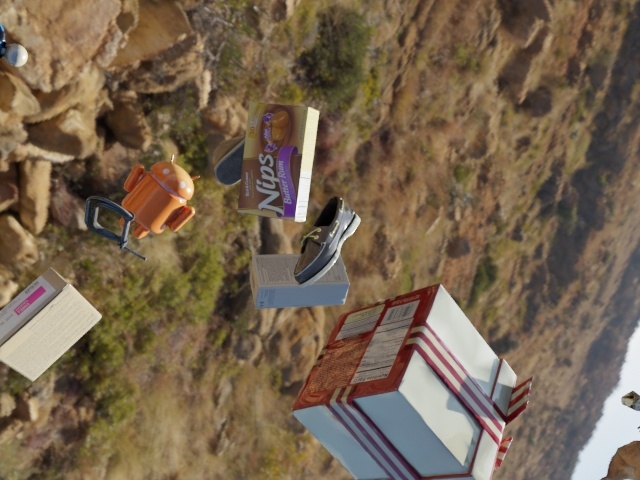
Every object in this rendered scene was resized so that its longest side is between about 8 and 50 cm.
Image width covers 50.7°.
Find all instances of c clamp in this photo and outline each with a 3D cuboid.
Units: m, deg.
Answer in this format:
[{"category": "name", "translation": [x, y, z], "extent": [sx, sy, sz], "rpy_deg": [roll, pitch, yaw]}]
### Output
[{"category": "c clamp", "translation": [-0.405, -0.030, 1.344], "extent": [0.161, 0.137, 0.022], "rpy_deg": [116, -4, -56]}]

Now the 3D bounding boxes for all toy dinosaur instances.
[{"category": "toy dinosaur", "translation": [0.798, 0.523, 1.647], "extent": [0.295, 0.200, 0.127], "rpy_deg": [-20, 137, 7]}]

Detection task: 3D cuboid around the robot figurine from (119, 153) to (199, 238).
[{"category": "robot figurine", "translation": [-0.407, -0.107, 1.686], "extent": [0.219, 0.158, 0.128], "rpy_deg": [-49, 147, 2]}]

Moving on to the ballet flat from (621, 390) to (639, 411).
[{"category": "ballet flat", "translation": [0.680, 0.350, 1.476], "extent": [0.041, 0.041, 0.114], "rpy_deg": [-50, 168, 0]}]

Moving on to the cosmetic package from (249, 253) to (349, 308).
[{"category": "cosmetic package", "translation": [-0.074, 0.133, 2.280], "extent": [0.309, 0.160, 0.113], "rpy_deg": [0, 133, -15]}]

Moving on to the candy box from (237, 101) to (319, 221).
[{"category": "candy box", "translation": [-0.071, -0.130, 1.122], "extent": [0.053, 0.109, 0.187], "rpy_deg": [-6, 105, -70]}]

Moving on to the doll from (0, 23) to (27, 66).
[{"category": "doll", "translation": [-0.574, -0.322, 1.092], "extent": [0.189, 0.046, 0.129], "rpy_deg": [10, 101, -38]}]

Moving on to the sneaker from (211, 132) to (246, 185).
[{"category": "sneaker", "translation": [-0.151, -0.221, 1.495], "extent": [0.222, 0.118, 0.083], "rpy_deg": [-34, 121, -1]}]

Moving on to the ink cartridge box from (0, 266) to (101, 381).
[{"category": "ink cartridge box", "translation": [-0.686, 0.208, 1.660], "extent": [0.234, 0.088, 0.193], "rpy_deg": [-45, 151, -18]}]

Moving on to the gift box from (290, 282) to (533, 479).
[{"category": "gift box", "translation": [0.158, 0.237, 1.061], "extent": [0.255, 0.258, 0.276], "rpy_deg": [-20, -155, 45]}]

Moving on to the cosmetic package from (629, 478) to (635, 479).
[{"category": "cosmetic package", "translation": [0.643, 0.536, 1.345], "extent": [0.041, 0.060, 0.115], "rpy_deg": [-37, 117, -12]}]

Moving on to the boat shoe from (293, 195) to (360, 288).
[{"category": "boat shoe", "translation": [0.000, 0.000, 1.259], "extent": [0.081, 0.069, 0.228], "rpy_deg": [-24, -159, 38]}]
